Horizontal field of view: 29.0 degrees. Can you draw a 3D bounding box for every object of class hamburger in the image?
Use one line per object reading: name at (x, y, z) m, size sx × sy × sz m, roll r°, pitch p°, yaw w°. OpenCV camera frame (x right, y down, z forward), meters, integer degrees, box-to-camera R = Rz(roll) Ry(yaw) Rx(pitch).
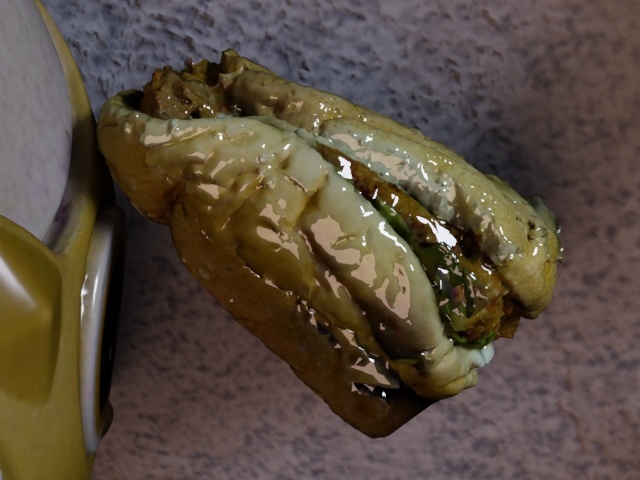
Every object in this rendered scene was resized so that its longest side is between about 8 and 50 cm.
hamburger at (0.000, 0.000, 0.548) m, size 0.206 × 0.183 × 0.130 m, roll 27°, pitch 92°, yaw 4°

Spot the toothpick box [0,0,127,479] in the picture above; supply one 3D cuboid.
toothpick box at (-0.283, 0.007, 0.522) m, size 0.409 × 0.409 × 0.425 m, roll -12°, pitch 116°, yaw 22°
